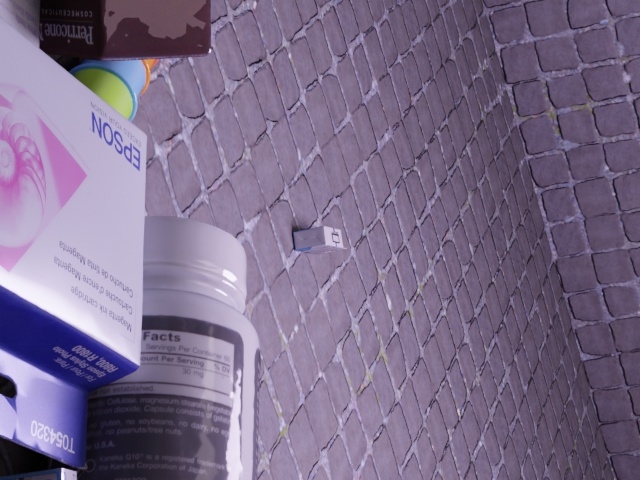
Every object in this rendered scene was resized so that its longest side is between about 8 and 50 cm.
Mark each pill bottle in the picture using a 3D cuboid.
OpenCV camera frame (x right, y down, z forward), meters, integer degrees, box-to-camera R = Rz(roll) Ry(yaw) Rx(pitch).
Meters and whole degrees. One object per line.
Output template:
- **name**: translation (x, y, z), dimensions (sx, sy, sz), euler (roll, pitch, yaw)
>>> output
- **pill bottle**: translation (-0.160, 0.173, 1.573), dimensions (0.204, 0.204, 0.361), euler (46, 39, -55)

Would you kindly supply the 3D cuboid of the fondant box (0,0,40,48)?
- **fondant box**: translation (-0.346, -0.108, 1.397), dimensions (0.238, 0.096, 0.330), euler (37, 47, -60)

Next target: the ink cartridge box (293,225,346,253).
- **ink cartridge box**: translation (0.000, 0.000, 2.269), dimensions (0.083, 0.048, 0.028), euler (13, 68, -68)

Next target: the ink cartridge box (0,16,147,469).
- **ink cartridge box**: translation (-0.250, -0.002, 1.368), dimensions (0.324, 0.071, 0.330), euler (41, 42, -60)

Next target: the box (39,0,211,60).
- **box**: translation (-0.213, -0.370, 1.571), dimensions (0.143, 0.191, 0.381), euler (-10, 104, -38)

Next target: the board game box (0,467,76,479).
- **board game box**: translation (-0.261, 0.281, 1.406), dimensions (0.026, 0.103, 0.154), euler (33, 50, -61)

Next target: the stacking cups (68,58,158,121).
- **stacking cups**: translation (-0.234, -0.163, 1.733), dimensions (0.316, 0.096, 0.096), euler (-76, 148, -57)
